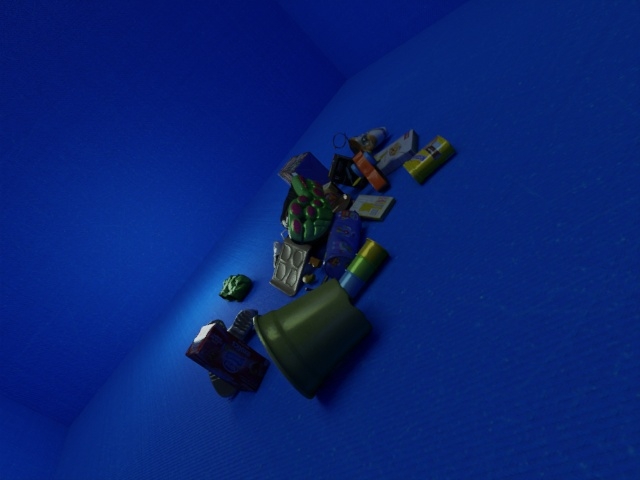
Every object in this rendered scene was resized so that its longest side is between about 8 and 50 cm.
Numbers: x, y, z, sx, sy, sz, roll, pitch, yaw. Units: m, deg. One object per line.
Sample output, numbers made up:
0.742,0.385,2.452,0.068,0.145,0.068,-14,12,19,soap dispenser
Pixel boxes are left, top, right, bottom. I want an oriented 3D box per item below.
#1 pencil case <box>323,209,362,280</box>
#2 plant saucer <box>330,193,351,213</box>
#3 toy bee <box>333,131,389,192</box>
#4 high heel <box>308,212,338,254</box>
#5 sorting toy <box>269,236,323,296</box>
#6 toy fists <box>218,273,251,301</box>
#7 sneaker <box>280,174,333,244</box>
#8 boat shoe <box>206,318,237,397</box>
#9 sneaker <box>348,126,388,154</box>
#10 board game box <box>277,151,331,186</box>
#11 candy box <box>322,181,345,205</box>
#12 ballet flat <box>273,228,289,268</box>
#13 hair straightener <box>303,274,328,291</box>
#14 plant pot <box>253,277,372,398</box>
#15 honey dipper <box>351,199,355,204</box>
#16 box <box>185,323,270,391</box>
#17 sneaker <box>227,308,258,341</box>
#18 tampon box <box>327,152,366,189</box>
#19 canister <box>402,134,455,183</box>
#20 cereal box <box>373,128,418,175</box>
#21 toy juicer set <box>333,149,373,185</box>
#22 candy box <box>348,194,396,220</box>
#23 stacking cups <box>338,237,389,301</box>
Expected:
0.089,0.011,1.491,0.306,0.133,0.119,-77,3,-51,pencil case
0.078,-0.132,1.866,0.198,0.036,0.199,-42,22,22,plant saucer
0.204,-0.340,1.728,0.195,0.298,0.162,-20,-1,25,toy bee
0.000,0.000,1.735,0.377,0.127,0.181,-21,51,53,high heel
-0.100,0.121,1.704,0.307,0.041,0.229,21,91,53,sorting toy
-0.471,0.253,2.202,0.279,0.096,0.142,-14,39,58,toy fists
-0.065,-0.100,1.643,0.483,0.185,0.202,-91,20,-62,sneaker
-0.381,0.467,1.583,0.118,0.103,0.320,-23,53,-7,boat shoe
0.258,-0.531,2.140,0.131,0.112,0.296,-36,19,-16,sneaker
-0.080,-0.365,2.299,0.141,0.232,0.291,-52,22,-12,board game box
0.029,-0.220,2.011,0.186,0.109,0.053,-19,36,51,candy box
-0.181,0.013,2.043,0.280,0.096,0.095,-57,23,-20,ballet flat
-0.028,0.204,1.439,0.230,0.089,0.047,-54,4,-6,hair straightener
-0.005,0.249,1.127,0.254,0.276,0.276,-38,21,-3,plant pot
0.156,-0.146,1.758,0.030,0.030,0.161,-44,17,13,honey dipper
-0.326,0.418,1.418,0.128,0.257,0.123,-23,32,49,box
-0.359,0.415,1.756,0.281,0.105,0.115,-49,-13,12,sneaker
0.130,-0.323,1.871,0.101,0.161,0.120,-110,34,-67,tampon box
0.400,-0.301,1.480,0.170,0.073,0.126,-41,23,15,canister
0.324,-0.377,1.787,0.240,0.047,0.173,-33,28,36,cereal box
0.136,-0.369,2.084,0.329,0.089,0.209,-32,27,38,toy juicer set
0.199,-0.133,1.601,0.105,0.027,0.206,-53,32,-15,candy box
0.092,0.141,1.307,0.316,0.096,0.096,-51,21,-3,stacking cups
